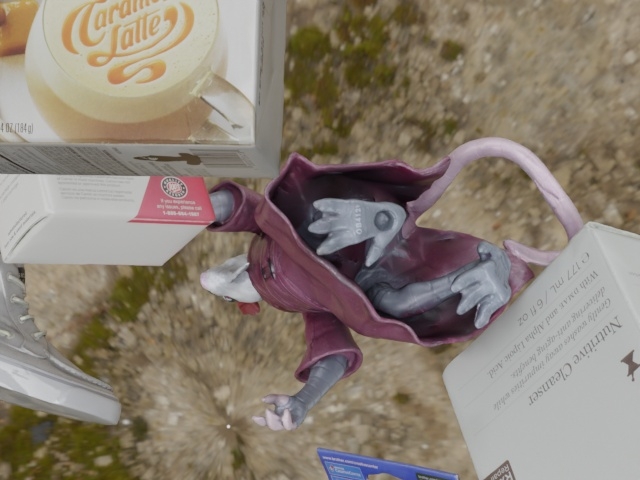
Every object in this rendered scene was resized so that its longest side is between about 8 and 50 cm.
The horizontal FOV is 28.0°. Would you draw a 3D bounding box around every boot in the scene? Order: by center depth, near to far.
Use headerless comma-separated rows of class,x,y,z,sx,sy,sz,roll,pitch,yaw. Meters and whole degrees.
boot,-0.278,0.075,1.155,0.258,0.095,0.123,28,67,-32

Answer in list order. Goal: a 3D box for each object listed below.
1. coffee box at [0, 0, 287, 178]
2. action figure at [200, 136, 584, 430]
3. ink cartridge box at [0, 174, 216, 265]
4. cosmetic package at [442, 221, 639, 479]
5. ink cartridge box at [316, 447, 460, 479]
coffee box,-0.147,-0.112,0.727,0.246,0.098,0.141,2,83,7
action figure,0.000,0.000,1.136,0.275,0.370,0.248,-35,98,-22
ink cartridge box,-0.198,-0.093,1.060,0.158,0.092,0.218,2,61,-41
cosmetic package,0.260,0.206,0.978,0.156,0.217,0.385,13,41,-32
ink cartridge box,0.080,0.350,1.184,0.065,0.185,0.311,-24,108,-39
